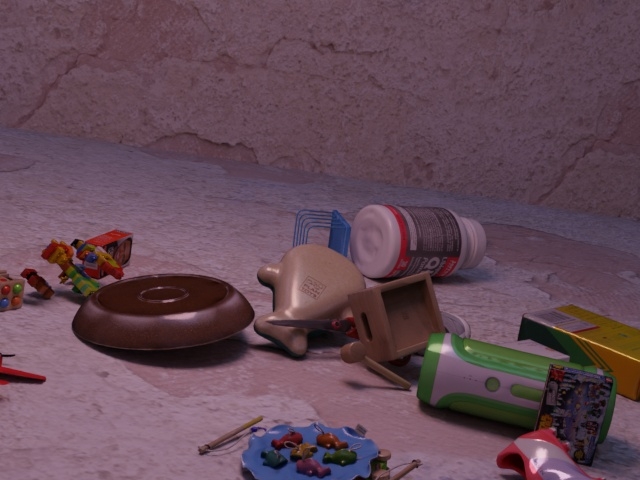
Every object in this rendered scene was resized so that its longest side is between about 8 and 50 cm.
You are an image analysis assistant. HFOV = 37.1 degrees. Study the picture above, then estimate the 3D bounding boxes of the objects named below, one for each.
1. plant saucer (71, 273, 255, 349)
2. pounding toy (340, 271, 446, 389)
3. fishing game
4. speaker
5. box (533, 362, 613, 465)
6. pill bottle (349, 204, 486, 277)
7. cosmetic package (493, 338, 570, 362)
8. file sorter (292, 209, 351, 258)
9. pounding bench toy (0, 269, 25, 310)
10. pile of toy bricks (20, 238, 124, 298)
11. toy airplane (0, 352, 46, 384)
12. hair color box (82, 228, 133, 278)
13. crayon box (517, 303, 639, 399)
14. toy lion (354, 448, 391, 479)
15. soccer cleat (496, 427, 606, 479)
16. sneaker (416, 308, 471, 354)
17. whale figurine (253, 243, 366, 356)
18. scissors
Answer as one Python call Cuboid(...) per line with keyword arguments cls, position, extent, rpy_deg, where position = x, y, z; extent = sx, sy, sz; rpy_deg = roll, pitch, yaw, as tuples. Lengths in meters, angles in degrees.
Cuboid(cls="plant saucer", position=(-0.269, 0.112, 1.637), extent=(0.310, 0.050, 0.310), rpy_deg=(-1, 14, 0))
Cuboid(cls="pounding toy", position=(0.106, 0.168, 1.634), extent=(0.206, 0.181, 0.094), rpy_deg=(-14, -3, -34))
Cuboid(cls="fishing game", position=(-0.010, 0.268, 1.236), extent=(0.264, 0.041, 0.189), rpy_deg=(10, 15, 36))
Cuboid(cls="speaker", position=(0.308, 0.234, 1.516), extent=(0.296, 0.131, 0.131), rpy_deg=(13, 13, 10))
Cuboid(cls="box", position=(0.374, 0.260, 1.426), extent=(0.094, 0.137, 0.027), rpy_deg=(12, 13, 11))
Cuboid(cls="pill bottle", position=(0.244, 0.004, 2.318), extent=(0.318, 0.176, 0.176), rpy_deg=(1, 16, -34))
Cuboid(cls="cosmetic package", position=(0.333, 0.227, 1.705), extent=(0.239, 0.060, 0.099), rpy_deg=(-2, 19, -41))
Cuboid(cls="file sorter", position=(0.000, 0.000, 2.286), extent=(0.104, 0.118, 0.170), rpy_deg=(3, 14, -12))
Cuboid(cls="pounding bench toy", position=(-0.536, 0.085, 1.644), extent=(0.065, 0.052, 0.083), rpy_deg=(19, 16, 33))
Cuboid(cls="pile of toy bricks", position=(-0.437, 0.070, 1.730), extent=(0.105, 0.118, 0.212), rpy_deg=(43, 5, 14))
Cuboid(cls="toy airplane", position=(-0.465, 0.184, 1.336), extent=(0.151, 0.028, 0.151), rpy_deg=(11, 13, -3))
Cuboid(cls="hair color box", position=(-0.431, 0.026, 1.934), extent=(0.043, 0.072, 0.141), rpy_deg=(12, 14, 11))
Cuboid(cls="crayon box", position=(0.573, 0.221, 1.867), extent=(0.202, 0.081, 0.318), rpy_deg=(-4, 18, -45))
Cuboid(cls="toy lion", position=(0.042, 0.302, 1.237), extent=(0.096, 0.034, 0.100), rpy_deg=(4, 12, 6))
Cuboid(cls="soccer cleat", position=(0.324, 0.334, 1.250), extent=(0.095, 0.083, 0.248), rpy_deg=(-23, 26, -9))
Cuboid(cls="sneaker", position=(0.166, 0.157, 1.823), extent=(0.228, 0.086, 0.132), rpy_deg=(17, 17, 21))
Cuboid(cls="whale figurine", position=(-0.030, 0.126, 1.756), extent=(0.216, 0.141, 0.272), rpy_deg=(30, 40, 6))
Cuboid(cls="scissors", position=(0.041, 0.144, 1.683), extent=(0.297, 0.021, 0.109), rpy_deg=(18, 55, -19))
